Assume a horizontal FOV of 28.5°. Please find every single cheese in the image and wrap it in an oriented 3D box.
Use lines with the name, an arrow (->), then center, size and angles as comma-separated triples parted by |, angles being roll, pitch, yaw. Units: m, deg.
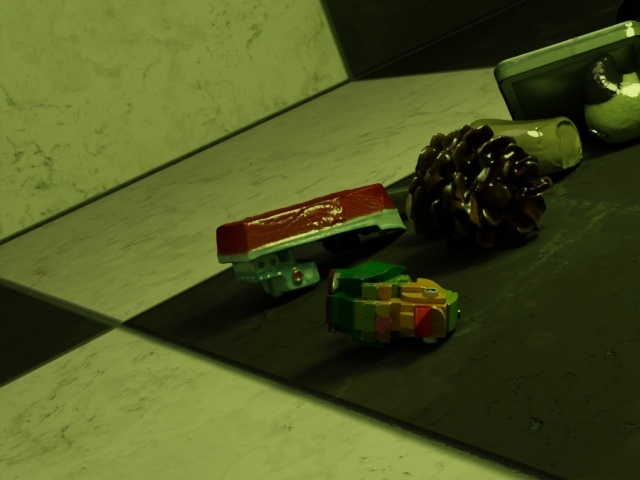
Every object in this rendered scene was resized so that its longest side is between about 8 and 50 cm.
cheese -> 0.328, -0.161, 2.124 | 0.202, 0.091, 0.175 | 5, 16, 35

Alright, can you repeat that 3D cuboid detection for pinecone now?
pinecone -> 0.235, -0.072, 1.862 | 0.204, 0.184, 0.179 | 30, 32, 33

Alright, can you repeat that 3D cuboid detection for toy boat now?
toy boat -> 0.000, 0.000, 2.041 | 0.331, 0.133, 0.145 | -17, 6, -31

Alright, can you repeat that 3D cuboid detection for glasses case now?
glasses case -> 0.183, -0.075, 2.181 | 0.205, 0.047, 0.071 | -10, 8, 38

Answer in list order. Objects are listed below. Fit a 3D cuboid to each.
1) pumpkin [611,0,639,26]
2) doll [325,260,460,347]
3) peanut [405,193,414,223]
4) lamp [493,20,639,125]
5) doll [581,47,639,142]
pumpkin -> 0.686, -0.392, 2.358 | 0.248, 0.248, 0.248 | -20, 14, 5
doll -> 0.091, 0.082, 1.628 | 0.186, 0.106, 0.134 | 10, 17, 34
peanut -> 0.238, -0.074, 2.005 | 0.214, 0.099, 0.090 | -20, 40, 12
lamp -> 0.460, -0.281, 2.250 | 0.266, 0.047, 0.269 | -16, -24, 13
doll -> 0.552, -0.244, 2.128 | 0.234, 0.143, 0.135 | -20, 46, 7
